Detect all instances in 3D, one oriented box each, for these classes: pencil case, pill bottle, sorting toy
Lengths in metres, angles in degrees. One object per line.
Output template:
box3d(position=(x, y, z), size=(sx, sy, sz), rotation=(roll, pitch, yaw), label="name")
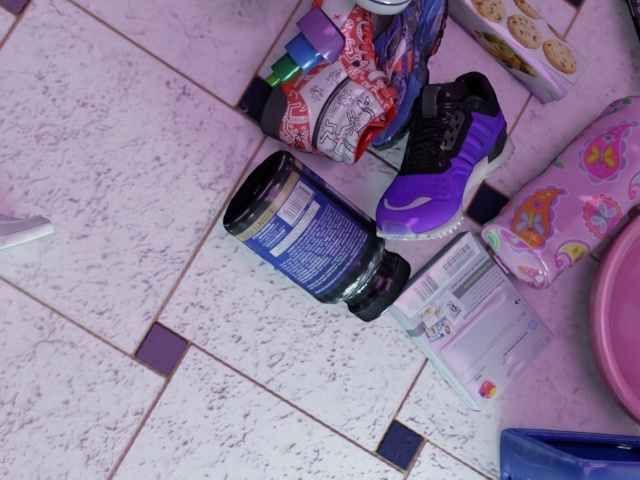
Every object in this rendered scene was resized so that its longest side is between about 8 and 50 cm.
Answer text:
box3d(position=(0.340, -0.064, 1.752), size=(0.284, 0.124, 0.124), rotation=(-44, 99, -17), label="pencil case")
box3d(position=(0.000, 0.000, 1.647), size=(0.219, 0.123, 0.123), rotation=(39, 77, -16), label="pill bottle")
box3d(position=(-0.123, -0.328, 1.624), size=(0.126, 0.127, 0.365), rotation=(-40, 81, 9), label="sorting toy")

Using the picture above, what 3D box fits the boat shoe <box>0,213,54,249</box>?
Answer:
box3d(position=(-0.405, -0.014, 1.566), size=(0.184, 0.066, 0.063), rotation=(-11, 91, -7), label="boat shoe")

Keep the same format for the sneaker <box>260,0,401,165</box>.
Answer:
box3d(position=(0.045, -0.225, 1.670), size=(0.145, 0.090, 0.270), rotation=(24, 85, 12), label="sneaker")

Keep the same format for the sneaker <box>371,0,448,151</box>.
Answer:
box3d(position=(0.098, -0.221, 1.724), size=(0.087, 0.083, 0.221), rotation=(16, 85, 9), label="sneaker")

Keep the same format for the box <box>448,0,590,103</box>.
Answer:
box3d(position=(0.210, -0.309, 1.762), size=(0.324, 0.063, 0.067), rotation=(42, 75, -10), label="box")

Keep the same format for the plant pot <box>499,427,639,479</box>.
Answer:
box3d(position=(0.362, 0.360, 1.687), size=(0.236, 0.236, 0.212), rotation=(5, 91, -17), label="plant pot")

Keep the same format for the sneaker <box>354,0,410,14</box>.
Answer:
box3d(position=(0.065, -0.435, 1.635), size=(0.126, 0.127, 0.321), rotation=(-5, 60, -21), label="sneaker")

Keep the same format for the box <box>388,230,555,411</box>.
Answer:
box3d(position=(0.194, 0.104, 1.747), size=(0.145, 0.038, 0.186), rotation=(-43, 98, -15), label="box")

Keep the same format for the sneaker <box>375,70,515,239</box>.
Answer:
box3d(position=(0.139, -0.115, 1.643), size=(0.293, 0.102, 0.146), rotation=(-48, 133, -47), label="sneaker")

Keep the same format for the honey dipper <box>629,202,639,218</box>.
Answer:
box3d(position=(0.497, -0.054, 1.854), size=(0.161, 0.030, 0.030), rotation=(-16, 92, -21), label="honey dipper")

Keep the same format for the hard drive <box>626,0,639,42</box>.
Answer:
box3d(position=(0.586, -0.335, 1.801), size=(0.339, 0.064, 0.237), rotation=(-19, 84, 8), label="hard drive")

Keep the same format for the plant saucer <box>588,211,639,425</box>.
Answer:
box3d(position=(0.494, 0.107, 1.807), size=(0.332, 0.084, 0.332), rotation=(2, 85, -20), label="plant saucer")
